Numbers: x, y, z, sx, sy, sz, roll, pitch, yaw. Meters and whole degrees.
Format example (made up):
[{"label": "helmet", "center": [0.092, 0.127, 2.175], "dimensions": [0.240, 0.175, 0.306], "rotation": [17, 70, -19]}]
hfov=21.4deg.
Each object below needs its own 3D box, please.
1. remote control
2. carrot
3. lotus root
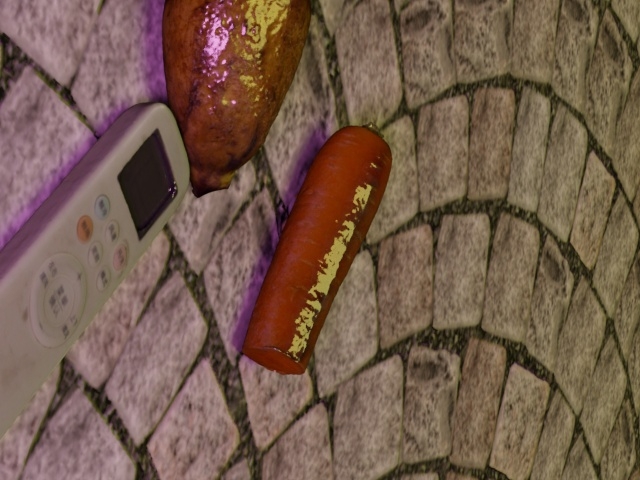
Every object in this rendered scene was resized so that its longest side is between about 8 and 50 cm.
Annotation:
[{"label": "remote control", "center": [-0.173, 0.023, 1.103], "dimensions": [0.309, 0.038, 0.090], "rotation": [-55, 141, -41]}, {"label": "carrot", "center": [0.000, 0.000, 1.380], "dimensions": [0.067, 0.067, 0.225], "rotation": [55, 51, -51]}, {"label": "lotus root", "center": [-0.064, -0.120, 1.217], "dimensions": [0.108, 0.094, 0.190], "rotation": [3, 98, -26]}]
